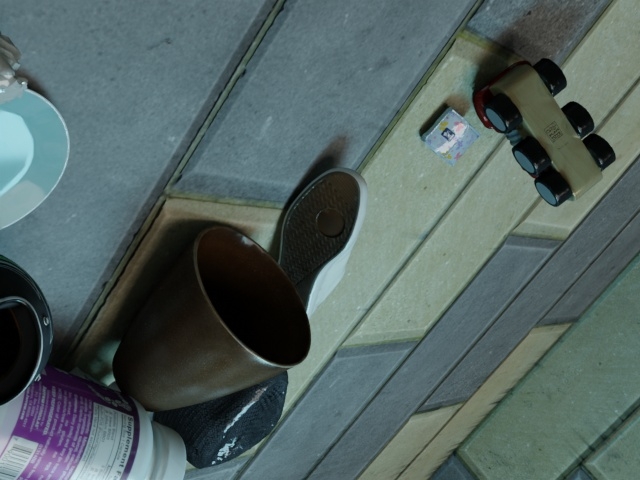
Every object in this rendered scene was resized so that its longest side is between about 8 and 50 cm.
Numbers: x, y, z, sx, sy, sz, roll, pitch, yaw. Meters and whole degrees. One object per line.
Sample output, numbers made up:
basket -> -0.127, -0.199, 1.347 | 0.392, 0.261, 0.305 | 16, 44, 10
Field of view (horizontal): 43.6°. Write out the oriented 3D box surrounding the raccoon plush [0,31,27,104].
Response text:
raccoon plush -> -0.434, -0.039, 0.522 | 0.299, 0.216, 0.446 | -44, 152, 21

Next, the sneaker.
sneaker -> 0.000, 0.000, 1.215 | 0.123, 0.106, 0.290 | -41, 162, -56

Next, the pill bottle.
pill bottle -> -0.319, 0.254, 0.994 | 0.169, 0.169, 0.301 | -47, 131, 10

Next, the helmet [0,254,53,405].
helmet -> -0.355, 0.084, 0.799 | 0.169, 0.169, 0.161 | -48, 146, 12

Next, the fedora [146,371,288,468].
fedora -> -0.153, 0.251, 1.290 | 0.334, 0.152, 0.334 | -30, 150, -20

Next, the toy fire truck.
toy fire truck -> 0.343, -0.186, 1.297 | 0.158, 0.217, 0.246 | -39, -167, -4

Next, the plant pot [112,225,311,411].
plant pot -> -0.169, 0.131, 1.088 | 0.230, 0.215, 0.215 | -36, 155, 23

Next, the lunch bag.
lunch bag -> 0.201, -0.164, 1.252 | 0.071, 0.053, 0.083 | -48, 141, 10

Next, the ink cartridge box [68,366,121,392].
ink cartridge box -> -0.354, 0.248, 1.139 | 0.180, 0.060, 0.104 | -37, 150, -7

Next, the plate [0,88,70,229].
plate -> -0.332, -0.076, 0.760 | 0.188, 0.024, 0.188 | -30, 149, -21
